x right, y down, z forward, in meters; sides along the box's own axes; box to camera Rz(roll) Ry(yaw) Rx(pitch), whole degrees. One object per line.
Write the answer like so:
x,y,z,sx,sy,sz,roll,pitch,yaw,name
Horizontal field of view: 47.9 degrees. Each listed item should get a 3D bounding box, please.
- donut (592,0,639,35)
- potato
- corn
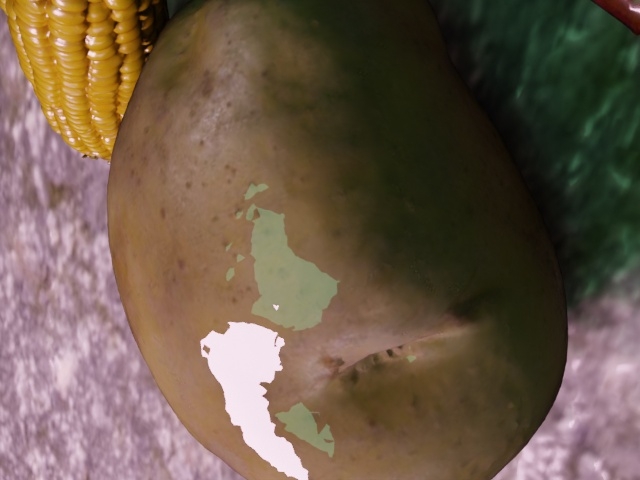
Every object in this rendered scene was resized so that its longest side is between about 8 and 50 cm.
0.206,-0.196,0.313,0.230,0.096,0.216,-11,103,35,donut
0.000,0.000,0.436,0.243,0.221,0.326,-30,87,26,potato
-0.150,-0.134,0.485,0.115,0.115,0.318,55,166,5,corn
